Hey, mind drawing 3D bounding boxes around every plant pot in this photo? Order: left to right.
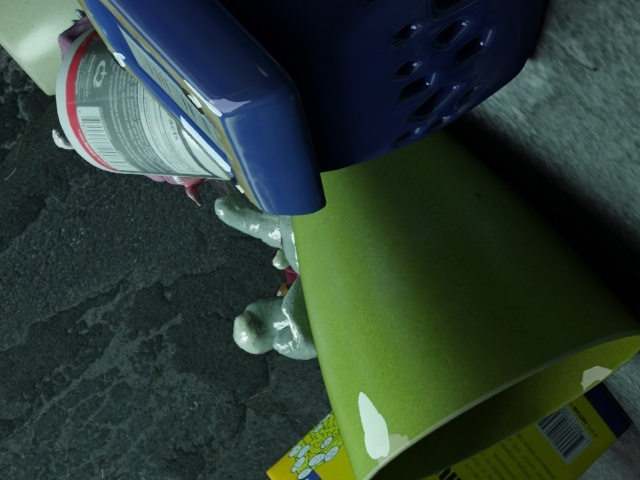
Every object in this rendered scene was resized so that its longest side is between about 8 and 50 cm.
[{"bbox_3d":[-0.019,-0.160,0.636,0.236,0.212,0.236,46,172,15],"label":"plant pot"},{"bbox_3d":[0.091,0.029,0.951,0.294,0.274,0.275,62,178,20],"label":"plant pot"}]

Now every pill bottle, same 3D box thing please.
[{"bbox_3d":[-0.120,-0.153,1.131,0.318,0.176,0.176,6,145,42],"label":"pill bottle"}]

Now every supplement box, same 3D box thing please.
[{"bbox_3d":[0.146,0.247,1.265,0.195,0.356,0.194,50,172,-18],"label":"supplement box"}]

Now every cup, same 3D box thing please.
[{"bbox_3d":[-0.391,-0.365,1.663,0.331,0.237,0.331,47,172,8],"label":"cup"}]

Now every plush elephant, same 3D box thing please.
[{"bbox_3d":[0.000,0.000,1.240,0.330,0.272,0.255,9,166,31],"label":"plush elephant"}]

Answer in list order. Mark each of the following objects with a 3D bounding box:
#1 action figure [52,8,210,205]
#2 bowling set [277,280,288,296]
[{"bbox_3d":[-0.222,-0.169,1.464,0.370,0.248,0.276,62,177,34],"label":"action figure"},{"bbox_3d":[0.042,0.049,1.508,0.287,0.200,0.154,45,172,-11],"label":"bowling set"}]
